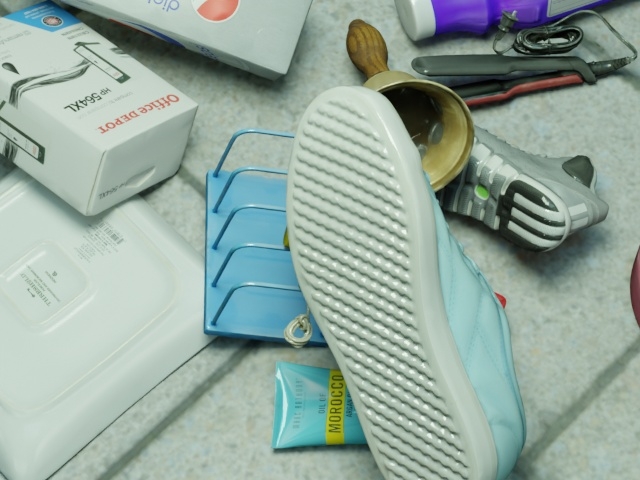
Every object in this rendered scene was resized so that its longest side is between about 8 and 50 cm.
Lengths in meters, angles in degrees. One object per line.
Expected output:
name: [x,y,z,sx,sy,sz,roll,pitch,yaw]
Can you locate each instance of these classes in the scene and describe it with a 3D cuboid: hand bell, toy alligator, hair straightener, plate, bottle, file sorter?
hand bell: [0.059,-0.152,1.502,0.126,0.126,0.242,-9,34,-5]
toy alligator: [0.000,0.000,1.355,0.056,0.051,0.189,16,59,-11]
hair straightener: [0.203,-0.185,1.554,0.231,0.089,0.047,-7,28,-3]
plate: [-0.257,0.048,1.461,0.278,0.045,0.277,-39,68,-19]
bottle: [0.216,-0.279,1.601,0.283,0.092,0.118,-19,59,-9]
file sorter: [-0.038,-0.004,1.438,0.118,0.104,0.170,7,62,-15]

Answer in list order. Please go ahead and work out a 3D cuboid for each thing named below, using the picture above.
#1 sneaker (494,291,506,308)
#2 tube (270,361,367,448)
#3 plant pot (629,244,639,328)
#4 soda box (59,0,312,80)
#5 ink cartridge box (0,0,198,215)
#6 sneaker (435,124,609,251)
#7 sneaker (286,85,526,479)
sneaker: [0.101,0.031,1.465,0.128,0.087,0.221,8,59,-17]
tube: [0.060,0.153,1.406,0.207,0.052,0.080,2,66,5]
plant pot: [0.391,0.016,1.399,0.201,0.180,0.201,0,64,0]
soda box: [-0.156,-0.251,1.531,0.286,0.091,0.098,19,88,-9]
ink cartridge box: [-0.242,-0.131,1.499,0.203,0.086,0.148,34,37,17]
sneaker: [0.184,-0.066,1.512,0.132,0.086,0.229,-14,41,-38]
sneaker: [0.080,0.043,1.319,0.135,0.150,0.365,-11,96,34]
